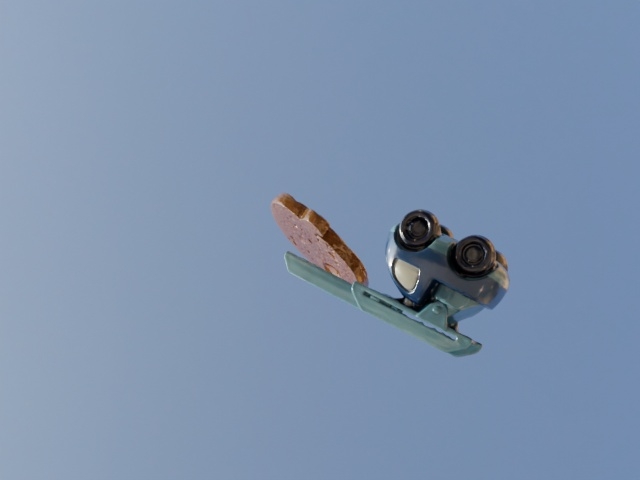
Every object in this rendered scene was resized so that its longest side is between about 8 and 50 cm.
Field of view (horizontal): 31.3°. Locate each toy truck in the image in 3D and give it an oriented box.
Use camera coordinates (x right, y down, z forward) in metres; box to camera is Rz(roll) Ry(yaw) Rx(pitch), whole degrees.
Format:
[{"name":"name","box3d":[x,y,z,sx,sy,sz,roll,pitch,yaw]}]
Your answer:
[{"name":"toy truck","box3d":[0.050,0.015,0.719,0.136,0.063,0.074,27,-92,24]}]

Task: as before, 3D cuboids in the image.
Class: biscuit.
[{"name":"biscuit","box3d":[0.000,0.000,0.791,0.015,0.078,0.091,-42,-107,-16]}]
